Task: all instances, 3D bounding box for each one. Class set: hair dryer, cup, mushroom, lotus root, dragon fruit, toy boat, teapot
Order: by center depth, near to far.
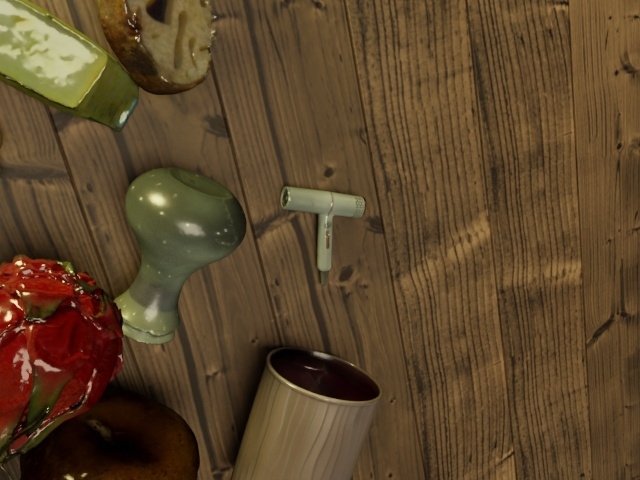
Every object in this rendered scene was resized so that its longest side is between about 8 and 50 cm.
[{"bbox_3d":[-0.369,0.164,0.761,0.233,0.233,0.293,11,72,-27],"label":"dragon fruit"},{"bbox_3d":[-0.373,-0.247,0.780,0.276,0.084,0.111,31,87,-27],"label":"toy boat"},{"bbox_3d":[-0.222,-0.335,0.806,0.170,0.074,0.261,-17,112,-48],"label":"lotus root"},{"bbox_3d":[-0.310,0.336,0.866,0.267,0.267,0.255,-1,138,-25],"label":"mushroom"},{"bbox_3d":[-0.227,0.025,0.878,0.183,0.183,0.251,19,105,-28],"label":"teapot"},{"bbox_3d":[-0.008,0.001,1.043,0.154,0.044,0.183,7,103,-24],"label":"hair dryer"},{"bbox_3d":[-0.023,0.341,1.055,0.208,0.288,0.273,19,97,8],"label":"cup"}]

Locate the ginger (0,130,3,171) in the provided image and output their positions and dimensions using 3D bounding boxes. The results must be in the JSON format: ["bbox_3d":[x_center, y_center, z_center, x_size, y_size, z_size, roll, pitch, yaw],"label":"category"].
[{"bbox_3d":[-0.477,-0.036,0.793,0.131,0.086,0.295,-31,128,-46],"label":"ginger"}]
